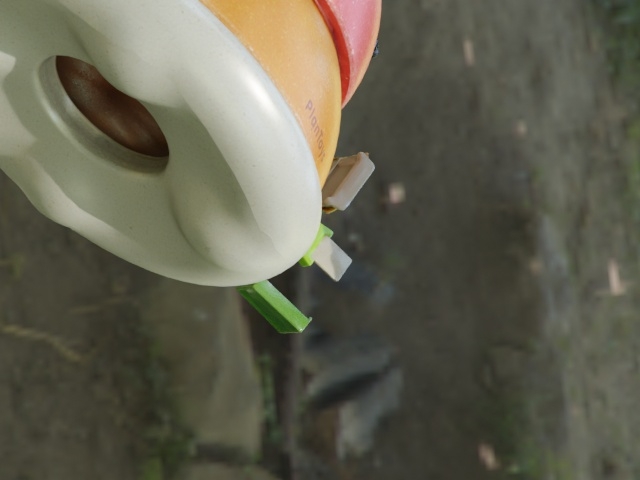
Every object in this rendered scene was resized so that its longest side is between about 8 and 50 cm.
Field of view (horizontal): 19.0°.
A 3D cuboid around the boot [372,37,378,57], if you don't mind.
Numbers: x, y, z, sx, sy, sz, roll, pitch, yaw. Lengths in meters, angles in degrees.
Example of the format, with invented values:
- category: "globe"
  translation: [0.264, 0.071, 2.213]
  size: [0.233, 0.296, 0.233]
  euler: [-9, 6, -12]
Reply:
- category: "boot"
  translation: [0.025, -0.234, 2.191]
  size: [0.045, 0.099, 0.121]
  euler: [-57, 148, -10]

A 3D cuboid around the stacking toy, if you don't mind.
- category: "stacking toy"
  translation: [-0.044, -0.232, 1.471]
  size: [0.480, 0.351, 0.350]
  euler: [-52, 136, -29]

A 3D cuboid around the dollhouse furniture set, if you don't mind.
- category: "dollhouse furniture set"
  translation: [0.000, 0.000, 1.565]
  size: [0.058, 0.076, 0.151]
  euler: [44, 66, -20]
